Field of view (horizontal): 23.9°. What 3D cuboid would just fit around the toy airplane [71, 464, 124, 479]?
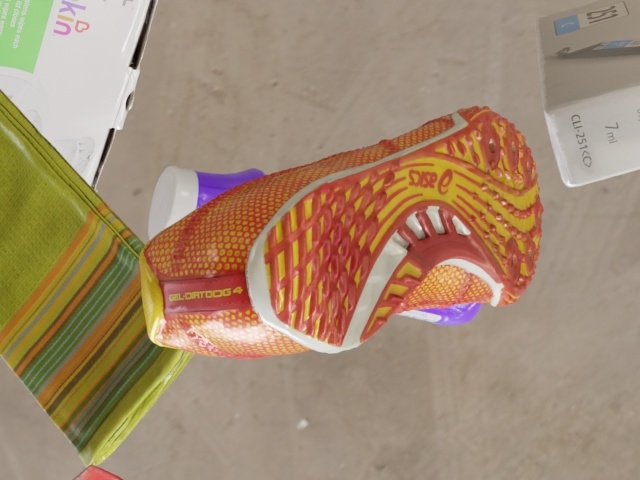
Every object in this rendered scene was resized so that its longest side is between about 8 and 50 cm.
[{"bbox_3d":[-0.073,0.111,0.251,0.028,0.151,0.151,39,121,32],"label":"toy airplane"}]

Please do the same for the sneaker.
[{"bbox_3d":[0.014,-0.005,0.449,0.067,0.175,0.064,-4,93,36],"label":"sneaker"}]

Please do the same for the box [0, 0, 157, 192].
[{"bbox_3d":[-0.187,-0.174,1.075,0.126,0.231,0.262,15,126,-13],"label":"box"}]

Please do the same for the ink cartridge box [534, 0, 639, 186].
[{"bbox_3d":[0.295,-0.141,1.123,0.261,0.296,0.066,-14,108,11],"label":"ink cartridge box"}]

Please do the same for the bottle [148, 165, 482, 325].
[{"bbox_3d":[0.000,0.000,1.258,0.283,0.118,0.092,13,99,-21],"label":"bottle"}]

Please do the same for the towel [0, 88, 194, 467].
[{"bbox_3d":[-0.160,-0.002,0.766,0.237,0.021,0.102,46,110,18],"label":"towel"}]
